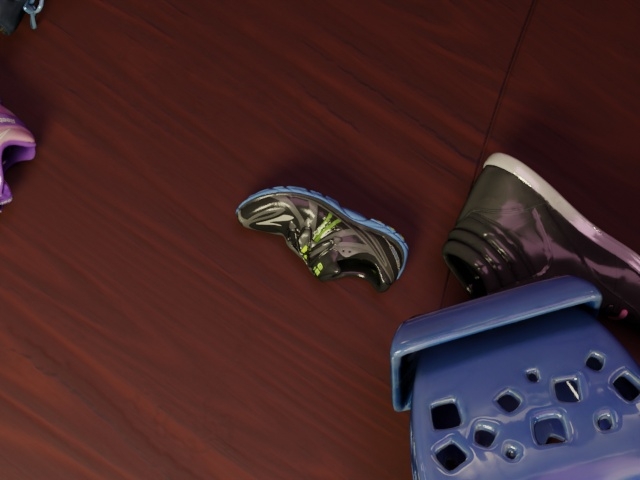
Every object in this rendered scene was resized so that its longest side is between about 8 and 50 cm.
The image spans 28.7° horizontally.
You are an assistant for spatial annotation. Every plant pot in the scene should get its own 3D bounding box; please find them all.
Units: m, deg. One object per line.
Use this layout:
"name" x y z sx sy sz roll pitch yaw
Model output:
"plant pot" 0.186 0.172 1.189 0.236 0.236 0.212 -17 67 -2

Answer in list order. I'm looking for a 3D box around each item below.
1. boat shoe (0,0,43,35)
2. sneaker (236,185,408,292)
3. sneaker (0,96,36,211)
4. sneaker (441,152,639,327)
"boat shoe" -0.350 -0.255 1.347 0.258 0.109 0.089 -28 84 -2
"sneaker" 0.000 0.000 1.318 0.188 0.067 0.078 22 61 -5
"sneaker" -0.370 -0.050 1.262 0.104 0.095 0.236 35 67 -4
"sneaker" 0.255 0.052 1.334 0.296 0.104 0.147 39 79 2
